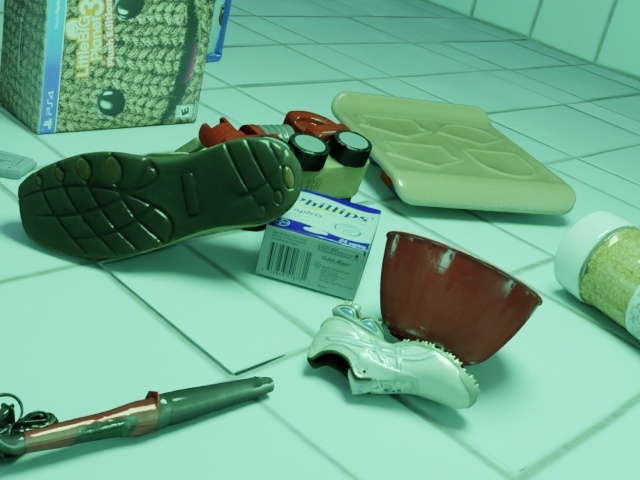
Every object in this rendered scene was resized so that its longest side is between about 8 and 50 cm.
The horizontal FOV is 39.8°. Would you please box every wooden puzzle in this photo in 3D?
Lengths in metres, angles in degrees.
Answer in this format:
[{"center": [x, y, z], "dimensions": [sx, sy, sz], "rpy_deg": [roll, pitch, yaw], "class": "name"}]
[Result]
[{"center": [0.208, -0.134, 1.485], "dimensions": [0.322, 0.081, 0.348], "rpy_deg": [3, 31, -21], "class": "wooden puzzle"}]

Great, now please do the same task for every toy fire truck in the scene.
[{"center": [-0.086, -0.124, 1.258], "dimensions": [0.217, 0.159, 0.246], "rpy_deg": [-10, 44, -40], "class": "toy fire truck"}]

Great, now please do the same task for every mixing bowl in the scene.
[{"center": [0.131, 0.072, 0.937], "dimensions": [0.181, 0.098, 0.181], "rpy_deg": [26, -8, 4], "class": "mixing bowl"}]

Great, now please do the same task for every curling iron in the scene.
[{"center": [-0.157, 0.141, 0.760], "dimensions": [0.274, 0.035, 0.068], "rpy_deg": [-5, 31, -34], "class": "curling iron"}]

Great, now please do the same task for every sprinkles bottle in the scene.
[{"center": [0.441, 0.093, 1.058], "dimensions": [0.121, 0.121, 0.355], "rpy_deg": [-3, 30, -32], "class": "sprinkles bottle"}]

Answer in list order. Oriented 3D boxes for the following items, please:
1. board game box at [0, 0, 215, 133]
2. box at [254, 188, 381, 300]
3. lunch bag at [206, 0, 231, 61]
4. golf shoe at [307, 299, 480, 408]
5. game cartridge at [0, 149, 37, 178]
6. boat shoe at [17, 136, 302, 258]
[{"center": [-0.334, -0.308, 1.388], "dimensions": [0.291, 0.232, 0.141], "rpy_deg": [-13, 35, -42], "class": "board game box"}, {"center": [0.000, 0.000, 1.093], "dimensions": [0.126, 0.072, 0.137], "rpy_deg": [16, 24, 4], "class": "box"}, {"center": [-0.338, -0.590, 1.801], "dimensions": [0.327, 0.386, 0.239], "rpy_deg": [25, 27, 25], "class": "lunch bag"}, {"center": [0.068, 0.134, 0.878], "dimensions": [0.176, 0.069, 0.086], "rpy_deg": [23, 48, 25], "class": "golf shoe"}, {"center": [-0.425, -0.103, 1.166], "dimensions": [0.083, 0.017, 0.056], "rpy_deg": [15, 21, 4], "class": "game cartridge"}, {"center": [-0.179, -0.047, 1.032], "dimensions": [0.323, 0.123, 0.120], "rpy_deg": [-5, 1, 1], "class": "boat shoe"}]
